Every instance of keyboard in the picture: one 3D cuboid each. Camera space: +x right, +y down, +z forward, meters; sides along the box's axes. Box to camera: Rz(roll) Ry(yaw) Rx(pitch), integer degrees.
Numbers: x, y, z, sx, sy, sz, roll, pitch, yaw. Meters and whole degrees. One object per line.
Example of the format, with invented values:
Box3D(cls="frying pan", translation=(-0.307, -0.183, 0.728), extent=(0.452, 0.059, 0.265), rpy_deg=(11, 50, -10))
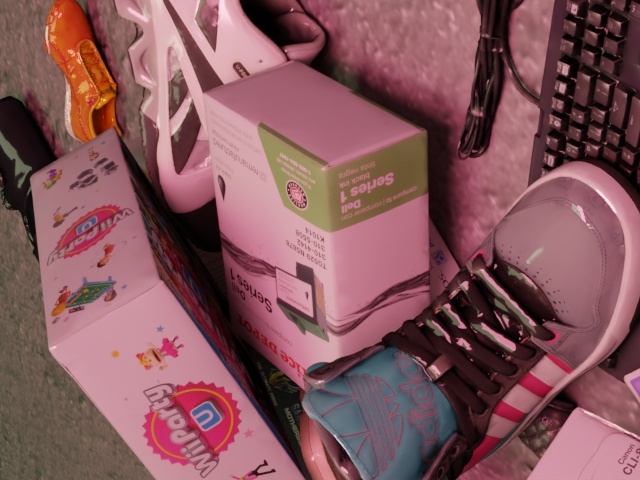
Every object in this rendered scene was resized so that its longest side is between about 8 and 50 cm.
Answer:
Box3D(cls="keyboard", translation=(0.151, -0.070, 0.804), extent=(0.201, 0.033, 0.317), rpy_deg=(41, 143, 38))

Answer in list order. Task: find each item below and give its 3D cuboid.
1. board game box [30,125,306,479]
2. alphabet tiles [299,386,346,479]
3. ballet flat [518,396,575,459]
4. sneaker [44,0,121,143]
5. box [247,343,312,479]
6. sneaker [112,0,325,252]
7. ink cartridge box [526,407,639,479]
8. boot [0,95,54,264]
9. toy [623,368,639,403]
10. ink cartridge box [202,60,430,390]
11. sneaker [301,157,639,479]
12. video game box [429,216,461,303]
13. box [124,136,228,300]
Box3D(cls="board game box", translation=(-0.131, 0.068, 1.033), extent=(0.224, 0.097, 0.303), rpy_deg=(59, -179, -30))
Box3D(cls="alphabet tiles", translation=(0.041, 0.250, 1.078), extent=(0.278, 0.021, 0.284), rpy_deg=(-92, -19, -66))
Box3D(cls="ballet flat", translation=(0.122, 0.128, 0.976), extent=(0.173, 0.057, 0.049), rpy_deg=(10, 85, 55))
Box3D(cls="sneaker", translation=(-0.250, -0.183, 1.391), extent=(0.067, 0.064, 0.175), rpy_deg=(14, 132, 32))
Box3D(cls="box", translation=(-0.028, 0.199, 1.257), extent=(0.232, 0.059, 0.183), rpy_deg=(68, 166, -4))
Box3D(cls="sneaker", translation=(-0.066, -0.120, 1.030), extent=(0.146, 0.122, 0.330), rpy_deg=(2, 131, 14))
Box3D(cls="ink cartridge box", translation=(0.185, 0.215, 0.789), extent=(0.127, 0.128, 0.176), rpy_deg=(25, 156, 31))
Box3D(cls="boot", translation=(-0.362, -0.087, 1.604), extent=(0.207, 0.094, 0.246), rpy_deg=(59, 158, 3))
Box3D(cls="toy", translation=(0.264, 0.111, 0.727), extent=(0.137, 0.056, 0.237), rpy_deg=(59, 152, 8))
Box3D(cls="ink cartridge box", translation=(0.000, 0.000, 0.955), extent=(0.160, 0.093, 0.219), rpy_deg=(34, 138, 45))
Box3D(cls="sneaker", translation=(0.080, 0.079, 0.815), extent=(0.124, 0.178, 0.295), rpy_deg=(47, 140, 21))
Box3D(cls="video game box", translation=(0.034, 0.023, 1.062), extent=(0.187, 0.048, 0.205), rpy_deg=(63, 152, 10))
Box3D(cls="box", translation=(-0.123, -0.013, 1.257), extent=(0.130, 0.091, 0.170), rpy_deg=(28, 135, 49))
